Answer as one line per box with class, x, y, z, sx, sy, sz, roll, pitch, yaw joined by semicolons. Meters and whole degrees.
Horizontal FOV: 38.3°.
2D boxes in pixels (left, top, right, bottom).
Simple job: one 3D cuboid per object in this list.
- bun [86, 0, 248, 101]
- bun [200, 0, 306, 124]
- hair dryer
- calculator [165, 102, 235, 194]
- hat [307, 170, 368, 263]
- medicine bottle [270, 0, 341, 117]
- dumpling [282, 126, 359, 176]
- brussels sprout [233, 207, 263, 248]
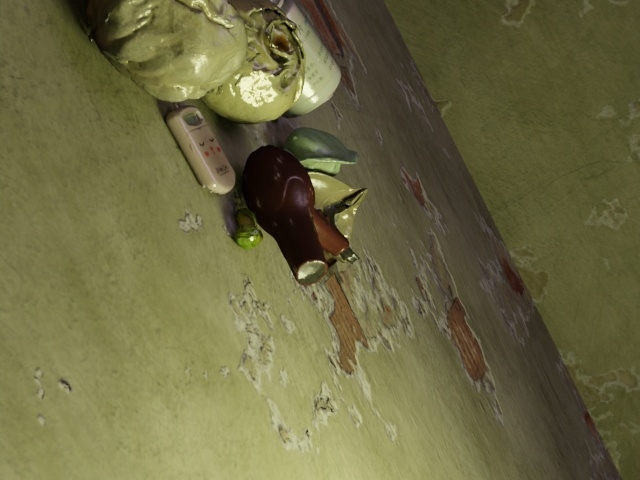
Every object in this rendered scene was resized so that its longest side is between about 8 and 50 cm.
bun;-0.247;-0.337;1.401;0.281;0.205;0.281;50;-7;8
bun;-0.127;-0.342;1.696;0.259;0.152;0.260;15;70;-47
hair dryer;0.000;0.000;1.679;0.340;0.123;0.313;40;19;-48
calculator;-0.201;-0.156;1.548;0.175;0.032;0.100;61;20;-6
hat;-0.002;-0.051;1.879;0.173;0.144;0.166;22;67;-5
medicine bottle;-0.096;-0.411;1.915;0.293;0.170;0.170;52;23;-30
dumpling;-0.006;-0.166;1.905;0.152;0.108;0.219;36;27;12
brussels sprout;-0.121;-0.020;1.559;0.051;0.046;0.083;53;22;-33
